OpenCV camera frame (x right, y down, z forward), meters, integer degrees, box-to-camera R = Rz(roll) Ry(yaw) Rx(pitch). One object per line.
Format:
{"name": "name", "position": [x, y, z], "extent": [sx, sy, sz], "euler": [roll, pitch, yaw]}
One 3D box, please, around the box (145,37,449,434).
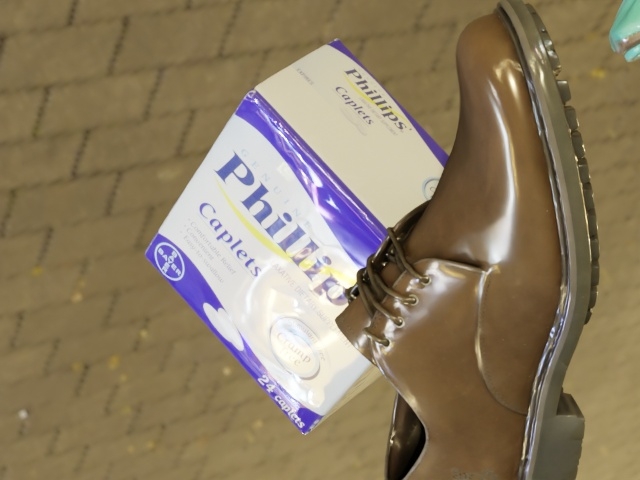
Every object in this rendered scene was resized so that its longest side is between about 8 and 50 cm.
{"name": "box", "position": [0.000, 0.000, 0.789], "extent": [0.072, 0.126, 0.137], "euler": [-33, 165, -44]}

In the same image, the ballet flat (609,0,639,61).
{"name": "ballet flat", "position": [0.252, -0.173, 0.944], "extent": [0.247, 0.087, 0.083], "euler": [-20, 178, -23]}

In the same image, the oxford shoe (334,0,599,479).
{"name": "oxford shoe", "position": [0.055, 0.016, 0.649], "extent": [0.096, 0.083, 0.227], "euler": [-3, 117, -7]}
